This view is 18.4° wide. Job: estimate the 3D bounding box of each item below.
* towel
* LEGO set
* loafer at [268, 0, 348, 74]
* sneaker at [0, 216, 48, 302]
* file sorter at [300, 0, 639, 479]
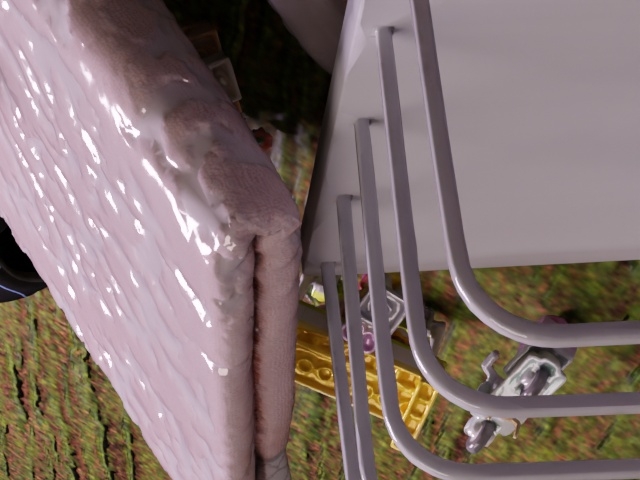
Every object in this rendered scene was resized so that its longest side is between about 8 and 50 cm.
[{"bbox_3d":[-0.107,-0.042,0.939,0.332,0.053,0.317,53,160,27],"label":"towel"},{"bbox_3d":[0.000,0.000,1.060,0.287,0.107,0.132,43,118,-10],"label":"LEGO set"},{"bbox_3d":[-0.006,-0.200,0.676,0.130,0.134,0.366,-12,144,25],"label":"loafer"},{"bbox_3d":[-0.240,-0.053,1.229,0.090,0.081,0.232,-10,131,29],"label":"sneaker"},{"bbox_3d":[0.107,0.009,0.742,0.193,0.173,0.277,-2,154,-8],"label":"file sorter"}]
